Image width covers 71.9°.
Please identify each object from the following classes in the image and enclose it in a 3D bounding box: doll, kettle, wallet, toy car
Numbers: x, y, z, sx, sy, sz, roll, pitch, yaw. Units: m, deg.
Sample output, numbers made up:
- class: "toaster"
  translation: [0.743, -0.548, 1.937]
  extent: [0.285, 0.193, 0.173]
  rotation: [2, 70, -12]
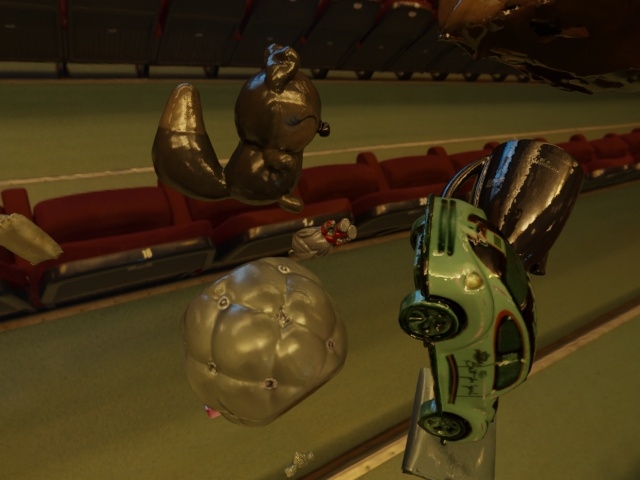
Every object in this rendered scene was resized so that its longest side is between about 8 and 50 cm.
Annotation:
- class: "doll"
  translation: [0.000, 0.000, 0.962]
  extent: [0.094, 0.180, 0.079]
  rotation: [40, 43, -32]
- class: "doll"
  translation: [-0.171, -0.251, 0.975]
  extent: [0.378, 0.383, 0.252]
  rotation: [1, 17, -21]
- class: "kettle"
  translation: [0.395, -0.061, 0.972]
  extent: [0.268, 0.207, 0.290]
  rotation: [28, 72, 10]
- class: "wallet"
  translation: [0.332, 0.486, 1.104]
  extent: [0.290, 0.054, 0.251]
  rotation: [32, 58, -21]
- class: "toy car"
  translation: [0.160, 0.097, 0.469]
  extent: [0.125, 0.306, 0.136]
  rotation: [-3, 37, 21]

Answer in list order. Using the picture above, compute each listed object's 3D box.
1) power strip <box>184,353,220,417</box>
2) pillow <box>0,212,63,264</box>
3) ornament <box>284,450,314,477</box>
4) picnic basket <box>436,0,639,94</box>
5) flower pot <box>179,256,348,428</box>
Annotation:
- class: "power strip"
  translation: [-0.300, 0.381, 1.247]
  extent: [0.109, 0.038, 0.279]
  rotation: [-19, 31, -22]
- class: "pillow"
  translation: [-0.824, -0.001, 1.235]
  extent: [0.181, 0.134, 0.078]
  rotation: [56, 37, -39]
- class: "ornament"
  translation: [-0.063, 0.650, 1.290]
  extent: [0.092, 0.068, 0.041]
  rotation: [-44, 44, -17]
- class: "picnic basket"
  translation: [0.270, -0.283, 0.352]
  extent: [0.337, 0.293, 0.338]
  rotation: [-3, 94, -42]
- class: "flower pot"
  translation: [-0.079, 0.150, 0.652]
  extent: [0.246, 0.246, 0.195]
  rotation: [-24, 70, -35]
